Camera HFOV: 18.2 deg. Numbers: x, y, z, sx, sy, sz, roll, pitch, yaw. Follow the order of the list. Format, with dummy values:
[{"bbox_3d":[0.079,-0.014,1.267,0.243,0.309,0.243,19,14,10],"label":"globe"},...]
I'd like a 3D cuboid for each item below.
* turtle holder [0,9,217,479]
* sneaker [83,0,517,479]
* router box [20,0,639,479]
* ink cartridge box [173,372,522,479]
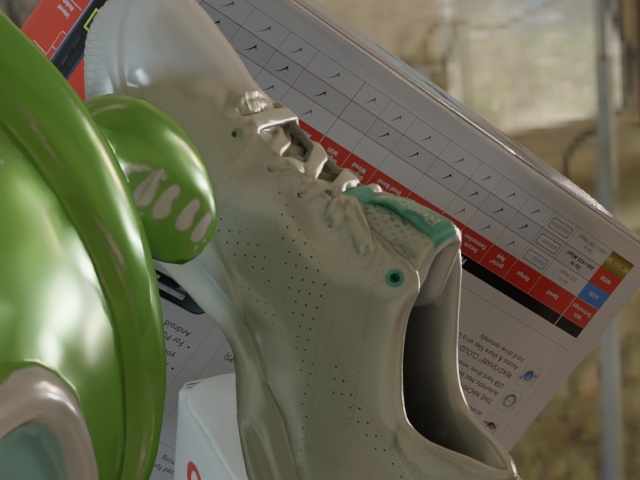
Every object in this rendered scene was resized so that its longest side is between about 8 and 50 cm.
[{"bbox_3d":[-0.153,0.036,0.477,0.320,0.243,0.227,-39,15,37],"label":"turtle holder"},{"bbox_3d":[0.000,0.000,0.656,0.094,0.212,0.080,-30,-7,36],"label":"sneaker"},{"bbox_3d":[-0.043,0.043,0.939,0.335,0.301,0.082,31,10,-41],"label":"router box"},{"bbox_3d":[0.019,0.216,0.835,0.117,0.283,0.207,-10,38,-23],"label":"ink cartridge box"}]
